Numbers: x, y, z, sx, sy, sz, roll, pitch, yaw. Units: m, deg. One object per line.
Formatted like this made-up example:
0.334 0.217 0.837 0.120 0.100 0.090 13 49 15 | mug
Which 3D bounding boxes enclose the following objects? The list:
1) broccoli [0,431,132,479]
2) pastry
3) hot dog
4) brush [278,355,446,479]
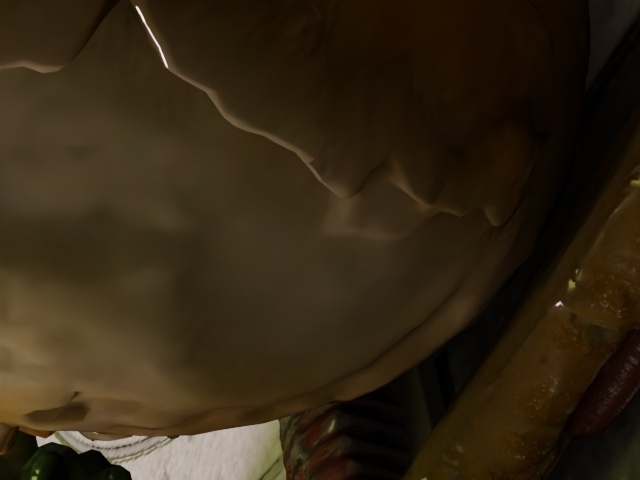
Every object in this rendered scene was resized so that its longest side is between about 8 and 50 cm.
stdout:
-0.171 0.222 0.671 0.293 0.280 0.348 -99 31 -47 | broccoli
-0.095 -0.116 0.555 0.245 0.409 0.410 -32 43 27 | pastry
0.083 0.017 0.530 0.216 0.047 0.066 -61 -10 26 | hot dog
0.000 0.000 0.730 0.321 0.050 0.060 -100 30 -46 | brush
